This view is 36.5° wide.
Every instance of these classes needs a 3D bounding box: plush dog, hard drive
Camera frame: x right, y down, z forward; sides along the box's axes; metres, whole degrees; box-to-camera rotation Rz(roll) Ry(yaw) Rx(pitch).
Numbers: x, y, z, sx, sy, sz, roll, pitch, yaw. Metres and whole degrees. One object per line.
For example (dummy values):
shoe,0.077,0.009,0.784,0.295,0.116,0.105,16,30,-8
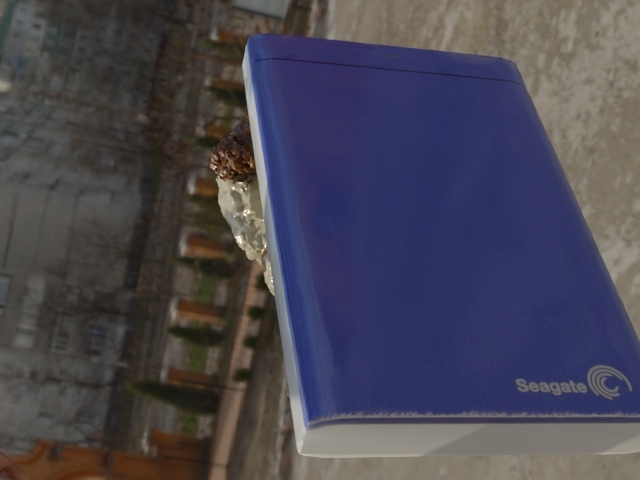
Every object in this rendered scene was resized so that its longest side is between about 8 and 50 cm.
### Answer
plush dog,0.000,0.000,0.839,0.210,0.225,0.262,-42,-23,-1
hard drive,0.069,-0.013,0.621,0.040,0.210,0.319,108,158,-45

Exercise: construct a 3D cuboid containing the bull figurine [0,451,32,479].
bull figurine,-0.311,0.305,0.957,0.310,0.188,0.101,23,110,41
